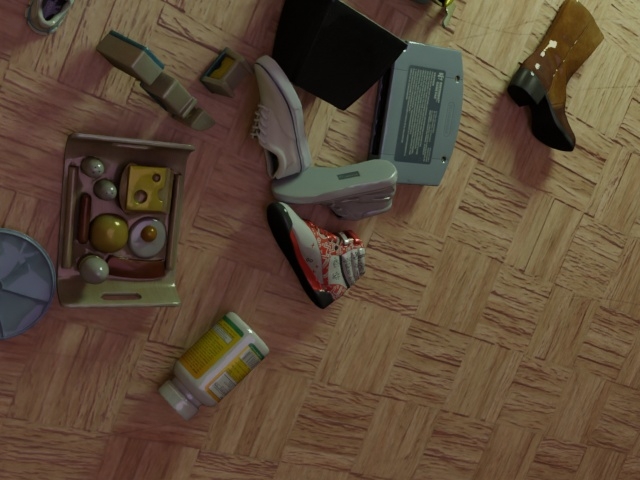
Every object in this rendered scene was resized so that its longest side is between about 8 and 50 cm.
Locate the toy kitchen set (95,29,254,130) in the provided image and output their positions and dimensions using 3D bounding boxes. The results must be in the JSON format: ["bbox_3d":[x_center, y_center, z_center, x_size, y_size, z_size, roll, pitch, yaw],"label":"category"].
[{"bbox_3d":[-0.247,-0.317,1.317,0.166,0.122,0.207,-53,142,-7],"label":"toy kitchen set"}]

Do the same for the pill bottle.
[{"bbox_3d":[-0.212,0.250,1.474,0.208,0.118,0.117,-44,120,-12],"label":"pill bottle"}]

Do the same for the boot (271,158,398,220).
[{"bbox_3d":[0.030,-0.084,1.532,0.259,0.095,0.123,-7,137,-7],"label":"boot"}]

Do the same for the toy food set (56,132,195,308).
[{"bbox_3d":[-0.342,-0.030,1.337,0.220,0.092,0.305,2,103,-29],"label":"toy food set"}]

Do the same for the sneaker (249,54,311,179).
[{"bbox_3d":[-0.085,-0.217,1.403,0.091,0.094,0.258,-33,132,-17],"label":"sneaker"}]

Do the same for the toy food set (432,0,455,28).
[{"bbox_3d":[0.238,-0.536,1.515,0.192,0.039,0.132,56,37,-28],"label":"toy food set"}]

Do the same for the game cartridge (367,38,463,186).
[{"bbox_3d":[0.208,-0.266,1.603,0.198,0.062,0.297,1,103,-34],"label":"game cartridge"}]

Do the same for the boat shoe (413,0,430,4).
[{"bbox_3d":[0.164,-0.547,1.490,0.183,0.065,0.083,26,88,-33],"label":"boat shoe"}]

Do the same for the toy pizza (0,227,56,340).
[{"bbox_3d":[-0.558,0.075,1.282,0.201,0.032,0.201,-8,106,-27],"label":"toy pizza"}]

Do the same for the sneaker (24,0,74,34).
[{"bbox_3d":[-0.406,-0.417,1.199,0.071,0.083,0.190,20,92,-30],"label":"sneaker"}]

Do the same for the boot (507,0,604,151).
[{"bbox_3d":[0.581,-0.384,1.778,0.264,0.096,0.280,42,74,-24],"label":"boot"}]

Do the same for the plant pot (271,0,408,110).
[{"bbox_3d":[0.013,-0.355,1.404,0.188,0.188,0.167,23,105,-32],"label":"plant pot"}]

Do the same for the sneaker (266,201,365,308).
[{"bbox_3d":[0.000,0.000,1.541,0.145,0.090,0.270,-36,122,-17],"label":"sneaker"}]
